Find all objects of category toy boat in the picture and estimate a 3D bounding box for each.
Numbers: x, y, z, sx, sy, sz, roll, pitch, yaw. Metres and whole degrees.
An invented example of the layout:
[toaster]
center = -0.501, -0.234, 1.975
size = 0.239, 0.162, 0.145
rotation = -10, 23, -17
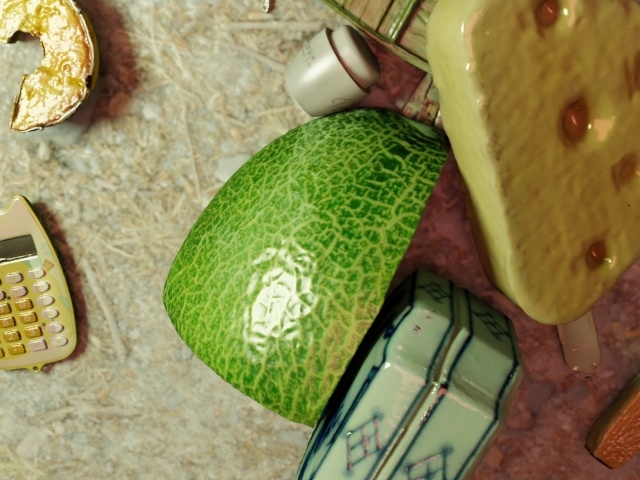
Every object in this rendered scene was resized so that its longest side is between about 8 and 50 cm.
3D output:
[toy boat]
center = 0.113, -0.250, 1.043
size = 0.293, 0.055, 0.093
rotation = 29, 103, 1

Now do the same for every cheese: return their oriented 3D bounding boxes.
[cheese]
center = 0.315, -0.134, 0.990
size = 0.383, 0.104, 0.384
rotation = -5, 109, -14

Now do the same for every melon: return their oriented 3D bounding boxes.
[melon]
center = 0.000, 0.000, 1.058
size = 0.226, 0.331, 0.344
rotation = 19, 99, -35

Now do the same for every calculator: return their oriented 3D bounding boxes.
[calculator]
center = -0.399, 0.062, 1.179
size = 0.157, 0.033, 0.237
rotation = -11, 104, 7

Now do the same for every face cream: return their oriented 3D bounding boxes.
[face cream]
center = 0.014, -0.194, 1.053
size = 0.095, 0.091, 0.091
rotation = -31, 99, 19

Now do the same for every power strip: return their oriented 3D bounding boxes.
[power strip]
center = 0.306, 0.078, 1.121
size = 0.047, 0.030, 0.191
rotation = -14, 102, 7

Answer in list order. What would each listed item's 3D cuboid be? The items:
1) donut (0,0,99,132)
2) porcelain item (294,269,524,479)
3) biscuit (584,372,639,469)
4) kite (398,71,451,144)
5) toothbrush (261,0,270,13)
[donut]
center = -0.329, -0.226, 1.085
size = 0.146, 0.078, 0.181
rotation = -26, 93, 9
[porcelain item]
center = 0.094, 0.190, 1.036
size = 0.157, 0.286, 0.281
rotation = 30, 105, 0
[biscuit]
center = 0.400, 0.197, 1.129
size = 0.052, 0.056, 0.188
rotation = 36, 105, -2
[kite]
center = 0.218, -0.172, 1.080
size = 0.322, 0.013, 0.268
rotation = -10, 101, 9
[toothbrush]
center = -0.057, -0.332, 1.066
size = 0.011, 0.013, 0.131
rotation = 12, 105, 12
